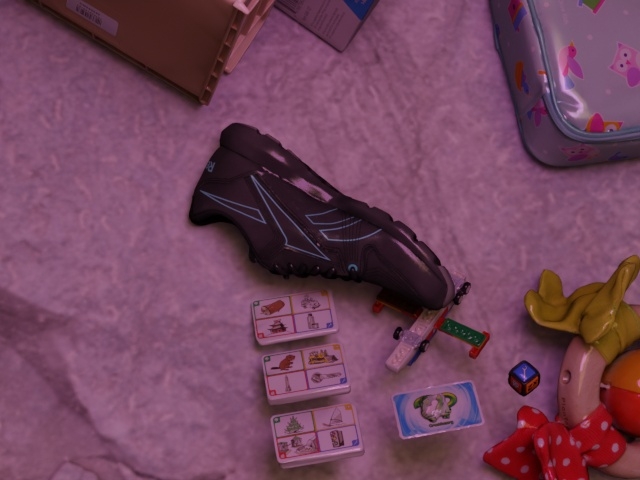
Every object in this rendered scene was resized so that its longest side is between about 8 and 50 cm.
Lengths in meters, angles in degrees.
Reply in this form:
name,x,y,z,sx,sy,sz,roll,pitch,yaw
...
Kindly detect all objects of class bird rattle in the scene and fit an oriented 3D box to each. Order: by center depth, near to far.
name,x,y,z,sx,sy,sz,roll,pitch,yaw
bird rattle,0.277,0.144,1.504,0.207,0.143,0.254,13,75,-26

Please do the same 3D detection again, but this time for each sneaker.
name,x,y,z,sx,sy,sz,roll,pitch,yaw
sneaker,0.000,0.000,1.493,0.267,0.101,0.106,33,82,15

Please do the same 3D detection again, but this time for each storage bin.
name,x,y,z,sx,sy,sz,roll,pitch,yaw
storage bin,-0.165,-0.265,1.441,0.262,0.260,0.123,31,70,-3

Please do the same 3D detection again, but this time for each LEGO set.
name,x,y,z,sx,sy,sz,roll,pitch,yaw
LEGO set,0.070,0.116,1.476,0.244,0.060,0.182,-10,51,-3

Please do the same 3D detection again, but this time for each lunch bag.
name,x,y,z,sx,sy,sz,roll,pitch,yaw
lunch bag,0.291,-0.222,1.612,0.224,0.108,0.279,-7,77,-14

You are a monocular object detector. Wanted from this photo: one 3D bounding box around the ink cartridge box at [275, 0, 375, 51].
name,x,y,z,sx,sy,sz,roll,pitch,yaw
ink cartridge box,-0.012,-0.336,1.543,0.232,0.171,0.168,35,70,-2
